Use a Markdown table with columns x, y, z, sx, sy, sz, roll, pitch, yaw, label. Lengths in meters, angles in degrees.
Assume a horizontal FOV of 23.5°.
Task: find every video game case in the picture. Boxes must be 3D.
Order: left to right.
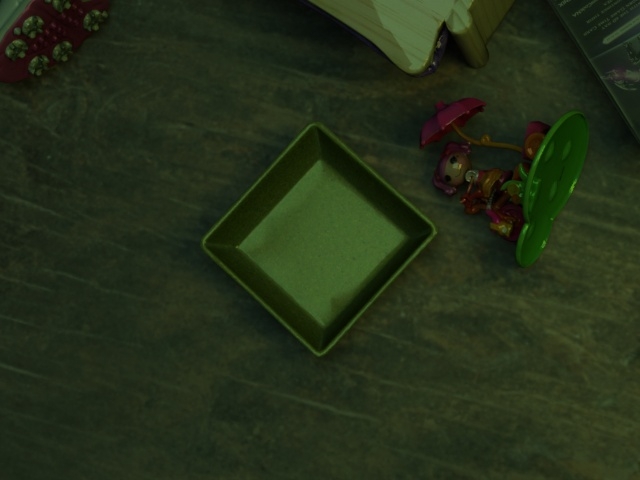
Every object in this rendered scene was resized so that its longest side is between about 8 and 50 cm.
| x | y | z | sx | sy | sz | roll | pitch | yaw | label |
| --- | --- | --- | --- | --- | --- | --- | --- | --- | --- |
| 0.355 | -0.236 | 1.570 | 0.196 | 0.026 | 0.274 | -34 | 64 | 14 | video game case |

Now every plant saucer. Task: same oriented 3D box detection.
| x | y | z | sx | sy | sz | roll | pitch | yaw | label |
| --- | --- | --- | --- | --- | --- | --- | --- | --- | --- |
| 0.000 | 0.000 | 1.647 | 0.188 | 0.045 | 0.188 | 42 | 88 | 15 | plant saucer |

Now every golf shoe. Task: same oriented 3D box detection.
| x | y | z | sx | sy | sz | roll | pitch | yaw | label |
| --- | --- | --- | --- | --- | --- | --- | --- | --- | --- |
| -0.295 | -0.315 | 1.746 | 0.140 | 0.115 | 0.306 | 35 | 80 | 26 | golf shoe |

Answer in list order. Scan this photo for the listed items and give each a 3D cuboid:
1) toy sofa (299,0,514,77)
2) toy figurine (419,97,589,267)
| x | y | z | sx | sy | sz | roll | pitch | yaw | label |
| --- | --- | --- | --- | --- | --- | --- | --- | --- | --- |
| 0.027 | -0.310 | 1.655 | 0.362 | 0.150 | 0.177 | 32 | 90 | 15 | toy sofa |
| 0.175 | -0.079 | 1.616 | 0.159 | 0.130 | 0.173 | 24 | 108 | 28 | toy figurine |
